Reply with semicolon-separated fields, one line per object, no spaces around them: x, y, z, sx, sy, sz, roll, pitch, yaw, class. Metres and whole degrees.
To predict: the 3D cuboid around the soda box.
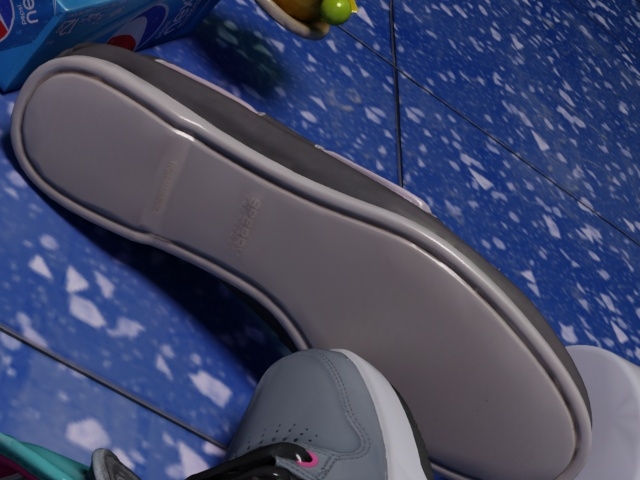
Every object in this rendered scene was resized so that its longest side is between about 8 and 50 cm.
-0.131;-0.154;0.719;0.071;0.067;0.210;48;30;2;soda box

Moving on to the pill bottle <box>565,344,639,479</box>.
0.221;0.172;0.673;0.278;0.162;0.162;28;34;-27;pill bottle

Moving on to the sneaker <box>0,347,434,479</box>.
-0.060;0.111;0.443;0.178;0.123;0.296;44;30;-23;sneaker

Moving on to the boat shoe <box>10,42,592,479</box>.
0.000;0.000;0.620;0.335;0.112;0.095;34;26;6;boat shoe

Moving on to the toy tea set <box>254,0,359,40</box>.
-0.056;-0.295;0.785;0.200;0.124;0.336;22;39;-45;toy tea set
